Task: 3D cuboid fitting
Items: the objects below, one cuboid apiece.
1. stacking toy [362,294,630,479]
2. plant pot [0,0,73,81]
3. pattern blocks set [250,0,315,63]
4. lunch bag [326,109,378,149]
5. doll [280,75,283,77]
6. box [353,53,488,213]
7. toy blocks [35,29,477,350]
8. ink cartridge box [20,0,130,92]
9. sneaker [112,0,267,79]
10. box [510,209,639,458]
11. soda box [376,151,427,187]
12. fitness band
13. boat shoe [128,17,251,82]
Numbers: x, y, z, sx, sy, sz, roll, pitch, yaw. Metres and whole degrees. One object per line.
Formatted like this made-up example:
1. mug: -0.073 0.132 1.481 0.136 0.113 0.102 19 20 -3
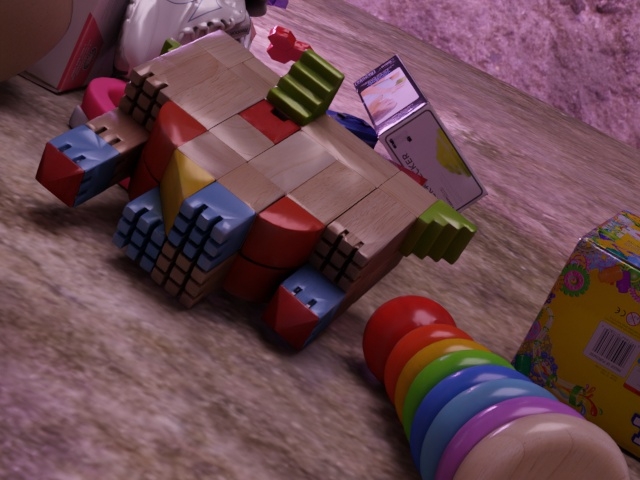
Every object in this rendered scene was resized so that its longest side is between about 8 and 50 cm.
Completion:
1. stacking toy: 0.113 0.140 0.960 0.141 0.141 0.330 19 12 -22
2. plant pot: -0.381 -0.282 1.276 0.191 0.284 0.284 57 -1 -34
3. pattern blocks set: -0.189 -0.371 1.836 0.325 0.026 0.285 10 -27 28
4. lunch bag: 0.035 -0.158 1.744 0.098 0.065 0.067 11 23 -40
5. doll: -0.067 -0.233 1.845 0.129 0.046 0.189 17 11 2
6. box: 0.143 -0.155 1.736 0.169 0.087 0.290 54 9 -20
7. toy blocks: -0.078 -0.043 1.096 0.381 0.191 0.261 39 39 11
8. ink cartridge box: -0.288 -0.319 1.523 0.117 0.207 0.283 29 18 4
9. sneaker: -0.163 -0.289 1.505 0.129 0.111 0.297 31 46 5
10. box: 0.397 0.121 1.282 0.290 0.177 0.279 31 19 17
11. soda box: 0.062 -0.044 1.402 0.092 0.083 0.263 29 14 5
12. fitness band: -0.165 -0.103 1.341 0.209 0.054 0.291 11 24 -39
13. boat shoe: -0.157 -0.271 1.649 0.136 0.156 0.367 27 17 2
